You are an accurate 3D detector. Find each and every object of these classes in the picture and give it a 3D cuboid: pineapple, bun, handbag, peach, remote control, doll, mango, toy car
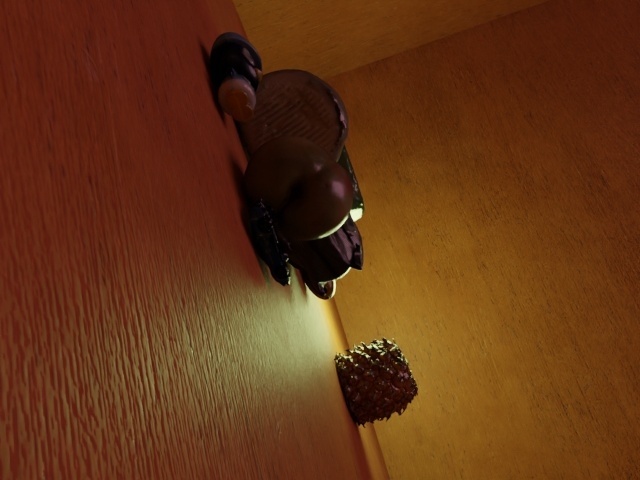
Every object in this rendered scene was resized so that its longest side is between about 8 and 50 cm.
[{"bbox_3d":[0.234,0.583,2.308,0.352,0.300,0.353,-24,90,-90],"label":"pineapple"},{"bbox_3d":[-0.083,-0.359,1.731,0.211,0.359,0.360,-115,-173,-85],"label":"bun"},{"bbox_3d":[0.000,0.000,1.814,0.341,0.247,0.240,55,8,-24],"label":"handbag"},{"bbox_3d":[-0.053,-0.134,1.411,0.292,0.292,0.248,-99,-147,-74],"label":"peach"},{"bbox_3d":[0.068,-0.102,1.750,0.061,0.029,0.162,12,56,-59],"label":"remote control"},{"bbox_3d":[-0.226,-0.454,1.500,0.177,0.140,0.314,73,4,-50],"label":"doll"},{"bbox_3d":[-0.022,0.113,2.141,0.254,0.113,0.138,64,7,-1],"label":"mango"},{"bbox_3d":[-0.121,0.010,1.284,0.103,0.063,0.216,-102,176,-70],"label":"toy car"}]

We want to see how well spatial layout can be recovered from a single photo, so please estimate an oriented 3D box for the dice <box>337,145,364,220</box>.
[{"bbox_3d":[-0.016,-0.208,2.173,0.330,0.322,0.319,66,6,-77],"label":"dice"}]
